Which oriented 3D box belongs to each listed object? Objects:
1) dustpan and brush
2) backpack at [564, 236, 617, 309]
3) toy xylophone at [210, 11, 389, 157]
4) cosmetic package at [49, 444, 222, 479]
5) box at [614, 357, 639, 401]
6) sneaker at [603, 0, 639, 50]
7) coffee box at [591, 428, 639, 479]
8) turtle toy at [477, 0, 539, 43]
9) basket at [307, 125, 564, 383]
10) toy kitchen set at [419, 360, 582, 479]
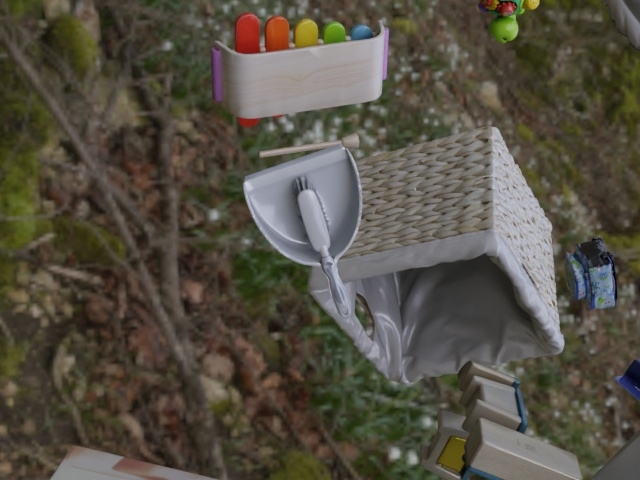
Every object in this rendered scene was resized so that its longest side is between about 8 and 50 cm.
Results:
[{"bbox_3d":[0.000,0.000,1.368,0.060,0.147,0.211,-116,-172,-70],"label":"dustpan and brush"},{"bbox_3d":[0.493,0.068,1.946,0.105,0.084,0.114,-90,166,-69],"label":"backpack"},{"bbox_3d":[-0.028,-0.263,1.803,0.081,0.323,0.236,-121,-146,-51],"label":"toy xylophone"},{"bbox_3d":[-0.239,0.413,1.512,0.129,0.296,0.153,-67,170,-67],"label":"cosmetic package"},{"bbox_3d":[0.528,0.219,1.535,0.136,0.225,0.036,43,-63,31],"label":"box"},{"bbox_3d":[0.314,-0.241,0.952,0.281,0.105,0.115,57,-51,28],"label":"sneaker"},{"bbox_3d":[0.571,0.239,1.114,0.337,0.338,0.334,51,-44,24],"label":"coffee box"},{"bbox_3d":[0.267,-0.355,1.566,0.095,0.066,0.130,28,-33,53],"label":"turtle toy"},{"bbox_3d":[0.196,0.032,1.763,0.328,0.331,0.266,50,35,-43],"label":"basket"},{"bbox_3d":[0.204,0.266,1.261,0.207,0.122,0.166,-79,-168,-67],"label":"toy kitchen set"}]
